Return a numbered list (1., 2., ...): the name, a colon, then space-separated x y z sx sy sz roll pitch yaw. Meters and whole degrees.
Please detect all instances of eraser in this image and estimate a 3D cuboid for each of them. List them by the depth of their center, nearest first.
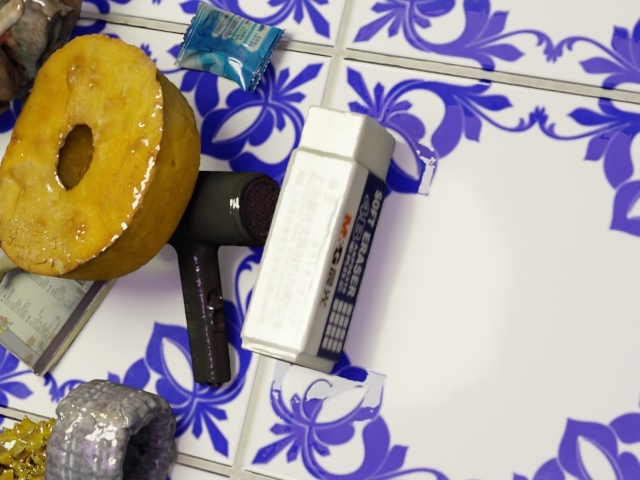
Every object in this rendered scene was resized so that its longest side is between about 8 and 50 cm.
1. eraser: 0.000 0.000 1.678 0.081 0.124 0.279 14 85 21

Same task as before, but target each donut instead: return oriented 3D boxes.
1. donut: -0.244 -0.082 1.690 0.278 0.108 0.277 -13 67 34

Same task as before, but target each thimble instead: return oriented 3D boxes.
1. thimble: -0.233 0.232 1.708 0.098 0.150 0.150 10 84 22

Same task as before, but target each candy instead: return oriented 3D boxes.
1. candy: -0.112 -0.230 1.808 0.136 0.038 0.088 22 85 31

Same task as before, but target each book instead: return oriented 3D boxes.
1. book: -0.372 0.039 1.860 0.231 0.026 0.157 36 91 21

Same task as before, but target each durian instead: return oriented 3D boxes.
1. durian: -0.366 0.310 1.777 0.140 0.078 0.224 24 92 20

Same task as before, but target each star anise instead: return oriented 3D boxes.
1. star anise: -0.374 -0.237 1.764 0.139 0.316 0.359 41 130 -12

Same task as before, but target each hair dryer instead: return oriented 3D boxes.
1. hair dryer: -0.127 0.042 1.730 0.197 0.089 0.251 1 99 41

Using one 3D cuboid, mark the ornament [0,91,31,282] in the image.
1. ornament: -0.317 -0.073 1.828 0.230 0.061 0.244 -5 76 12
